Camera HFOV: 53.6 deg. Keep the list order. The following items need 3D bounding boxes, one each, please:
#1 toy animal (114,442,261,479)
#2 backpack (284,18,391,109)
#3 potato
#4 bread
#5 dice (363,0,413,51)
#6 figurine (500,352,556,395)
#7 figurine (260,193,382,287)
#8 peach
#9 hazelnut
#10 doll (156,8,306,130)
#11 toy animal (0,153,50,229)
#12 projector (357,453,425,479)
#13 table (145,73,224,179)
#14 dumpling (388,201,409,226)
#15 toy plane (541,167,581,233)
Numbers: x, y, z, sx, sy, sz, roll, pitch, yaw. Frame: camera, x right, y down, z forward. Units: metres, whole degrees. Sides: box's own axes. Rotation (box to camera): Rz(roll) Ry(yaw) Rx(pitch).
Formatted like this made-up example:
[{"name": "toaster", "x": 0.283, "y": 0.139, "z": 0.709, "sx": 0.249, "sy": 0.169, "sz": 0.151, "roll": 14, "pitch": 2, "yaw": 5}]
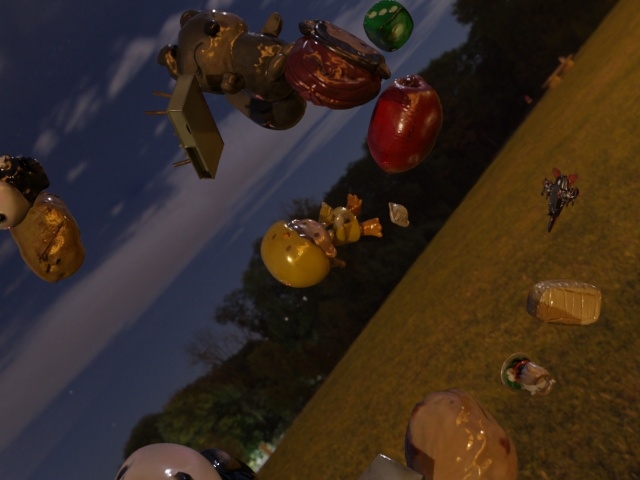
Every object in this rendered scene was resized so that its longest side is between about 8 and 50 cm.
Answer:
[{"name": "toy animal", "x": -0.202, "y": 0.420, "z": 0.926, "sx": 0.251, "sy": 0.251, "sz": 0.310, "roll": -49, "pitch": -14, "yaw": -4}, {"name": "backpack", "x": 0.025, "y": -0.354, "z": 1.323, "sx": 0.229, "sy": 0.229, "sz": 0.139, "roll": -46, "pitch": -12, "yaw": -47}, {"name": "potato", "x": -0.769, "y": -0.028, "z": 1.773, "sx": 0.173, "sy": 0.300, "sz": 0.140, "roll": -34, "pitch": -20, "yaw": -1}, {"name": "bread", "x": 0.755, "y": 0.192, "z": 1.974, "sx": 0.106, "sy": 0.236, "sz": 0.140, "roll": -145, "pitch": 60, "yaw": -74}, {"name": "dice", "x": 0.230, "y": -0.734, "z": 2.162, "sx": 0.128, "sy": 0.120, "sz": 0.131, "roll": -48, "pitch": -38, "yaw": -3}, {"name": "figurine", "x": 0.648, "y": 0.426, "z": 1.954, "sx": 0.132, "sy": 0.132, "sz": 0.153, "roll": -49, "pitch": 17, "yaw": -9}, {"name": "figurine", "x": 0.000, "y": 0.000, "z": 1.784, "sx": 0.343, "sy": 0.215, "sz": 0.187, "roll": -26, "pitch": -46, "yaw": -24}, {"name": "peach", "x": 0.205, "y": -0.273, "z": 1.620, "sx": 0.153, "sy": 0.159, "sz": 0.267, "roll": -9, "pitch": -46, "yaw": -41}, {"name": "hazelnut", "x": 0.294, "y": 0.465, "z": 1.360, "sx": 0.241, "sy": 0.261, "sz": 0.261, "roll": -27, "pitch": -17, "yaw": -43}, {"name": "doll", "x": -0.230, "y": -0.430, "z": 1.675, "sx": 0.379, "sy": 0.382, "sz": 0.252, "roll": 90, "pitch": -155, "yaw": -53}, {"name": "toy animal", "x": -0.772, "y": -0.118, "z": 1.560, "sx": 0.166, "sy": 0.138, "sz": 0.179, "roll": -21, "pitch": 37, "yaw": 61}, {"name": "projector", "x": 0.126, "y": 0.511, "z": 1.249, "sx": 0.115, "sy": 0.061, "sz": 0.147, "roll": 12, "pitch": 43, "yaw": 41}, {"name": "table", "x": -0.332, "y": -0.271, "z": 1.546, "sx": 0.240, "sy": 0.111, "sz": 0.122, "roll": 74, "pitch": -160, "yaw": -53}, {"name": "dumpling", "x": 0.220, "y": -0.071, "z": 1.768, "sx": 0.052, "sy": 0.076, "sz": 0.057, "roll": -15, "pitch": 37, "yaw": -2}, {"name": "toy plane", "x": 0.687, "y": -0.111, "z": 1.846, "sx": 0.061, "sy": 0.130, "sz": 0.189, "roll": 7, "pitch": -75, "yaw": -41}]
